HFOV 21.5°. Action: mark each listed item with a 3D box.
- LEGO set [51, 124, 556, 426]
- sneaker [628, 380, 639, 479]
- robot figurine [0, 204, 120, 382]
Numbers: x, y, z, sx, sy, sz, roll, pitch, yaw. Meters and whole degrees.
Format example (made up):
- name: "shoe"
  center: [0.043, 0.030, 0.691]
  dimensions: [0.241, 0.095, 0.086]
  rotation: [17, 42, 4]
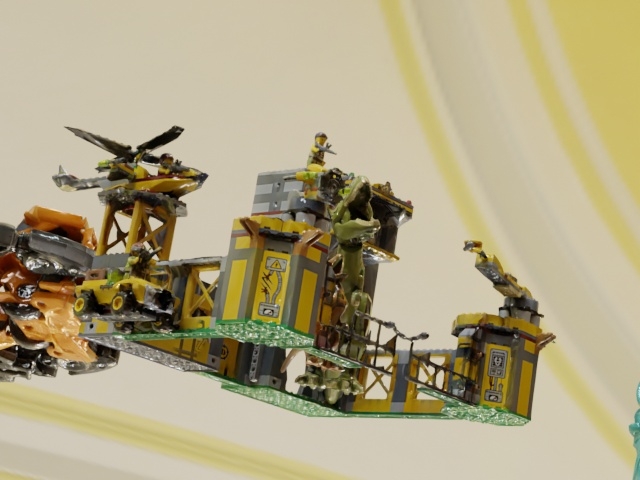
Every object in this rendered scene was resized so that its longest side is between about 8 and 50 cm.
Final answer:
- name: "LEGO set"
  center: [0.000, 0.000, 1.126]
  dimensions: [0.331, 0.255, 0.192]
  rotation: [20, -108, -36]
- name: "sneaker"
  center: [0.204, 0.095, 0.875]
  dimensions: [0.107, 0.110, 0.275]
  rotation: [-6, -58, -30]
- name: "robot figurine"
  center: [-0.288, 0.029, 1.301]
  dimensions: [0.211, 0.291, 0.085]
  rotation: [87, -171, -56]
